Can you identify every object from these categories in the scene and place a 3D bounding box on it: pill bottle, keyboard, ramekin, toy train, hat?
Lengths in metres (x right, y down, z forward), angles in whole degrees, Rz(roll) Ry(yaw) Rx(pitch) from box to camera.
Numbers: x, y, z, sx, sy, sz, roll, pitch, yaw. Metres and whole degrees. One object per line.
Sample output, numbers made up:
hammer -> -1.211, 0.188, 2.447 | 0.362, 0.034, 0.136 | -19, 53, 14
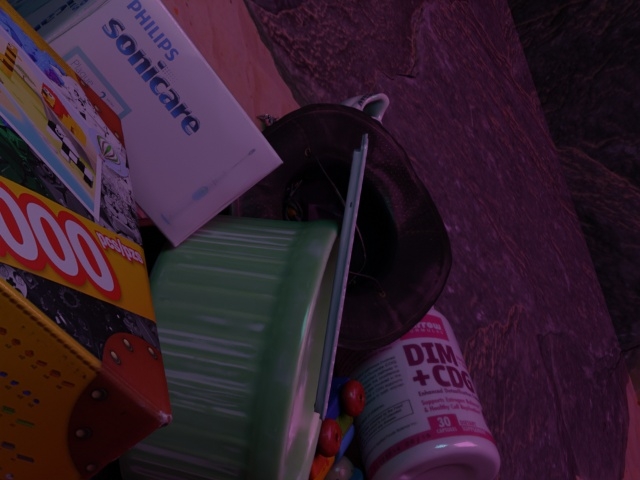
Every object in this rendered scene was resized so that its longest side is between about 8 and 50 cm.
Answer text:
pill bottle -> 0.107, 0.182, 1.445 | 0.160, 0.160, 0.283 | 40, 25, -47
keyboard -> 0.021, 0.033, 1.047 | 0.072, 0.014, 0.256 | -55, 154, -75
ramekin -> -0.076, 0.118, 1.067 | 0.303, 0.148, 0.303 | 10, 90, -83
toy train -> -0.021, 0.264, 1.279 | 0.248, 0.105, 0.143 | -49, 131, -60
hat -> 0.000, 0.000, 1.416 | 0.331, 0.134, 0.331 | 18, 58, -31

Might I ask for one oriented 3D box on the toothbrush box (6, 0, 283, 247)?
toothbrush box -> -0.180, -0.160, 1.042 | 0.216, 0.126, 0.295 | 53, -2, -35

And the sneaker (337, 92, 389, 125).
sneaker -> 0.045, -0.118, 1.638 | 0.090, 0.094, 0.235 | 48, 37, -42

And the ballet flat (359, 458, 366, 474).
ballet flat -> 0.105, 0.366, 1.499 | 0.068, 0.072, 0.213 | -27, 98, -36

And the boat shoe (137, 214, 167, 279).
boat shoe -> -0.220, 0.059, 0.988 | 0.123, 0.116, 0.324 | 62, 28, -19

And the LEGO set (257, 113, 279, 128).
LEGO set -> -0.053, -0.138, 1.537 | 0.083, 0.023, 0.054 | 42, 39, -46

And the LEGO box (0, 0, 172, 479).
LEGO box -> -0.327, -0.099, 0.632 | 0.500, 0.193, 0.372 | 48, 11, -34
